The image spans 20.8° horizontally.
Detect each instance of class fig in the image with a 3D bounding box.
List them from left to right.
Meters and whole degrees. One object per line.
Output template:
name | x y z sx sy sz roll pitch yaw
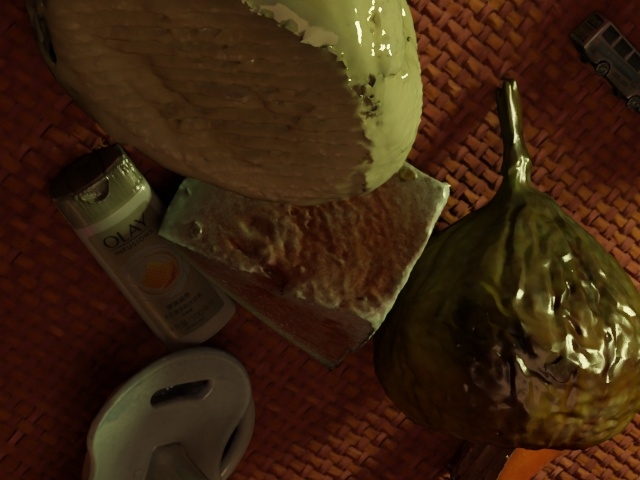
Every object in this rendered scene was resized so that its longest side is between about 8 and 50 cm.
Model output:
fig | 0.188 0.024 1.744 0.286 0.286 0.369 -4 99 -18

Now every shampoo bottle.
shampoo bottle | -0.170 0.010 1.701 0.086 0.056 0.227 -33 126 -1

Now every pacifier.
pacifier | -0.132 0.253 1.774 0.238 0.226 0.287 -2 125 -41

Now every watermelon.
watermelon | 0.000 0.000 1.668 0.261 0.201 0.213 33 88 -31

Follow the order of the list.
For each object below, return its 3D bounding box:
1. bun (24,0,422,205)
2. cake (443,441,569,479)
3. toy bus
bun | -0.067 -0.196 1.473 0.360 0.359 0.211 50 52 -36
cake | 0.234 0.195 1.949 0.287 0.098 0.135 -43 127 4
toy bus | 0.306 -0.177 1.774 0.052 0.037 0.130 -46 124 6
